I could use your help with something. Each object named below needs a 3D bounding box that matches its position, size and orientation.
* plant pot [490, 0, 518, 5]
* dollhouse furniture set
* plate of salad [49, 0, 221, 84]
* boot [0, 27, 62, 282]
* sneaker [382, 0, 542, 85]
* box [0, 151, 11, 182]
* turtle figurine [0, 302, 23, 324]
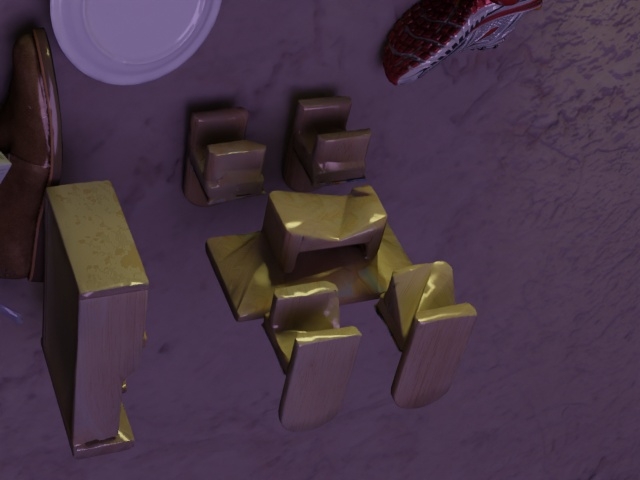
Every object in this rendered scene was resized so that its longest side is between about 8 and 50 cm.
[{"bbox_3d":[0.216,-0.363,1.330,0.174,0.191,0.191,-38,132,11],"label":"plant pot"},{"bbox_3d":[-0.094,0.064,1.353,0.394,0.362,0.256,-8,137,-22],"label":"dollhouse furniture set"},{"bbox_3d":[-0.192,-0.258,1.277,0.200,0.048,0.200,-21,130,-27],"label":"plate of salad"},{"bbox_3d":[-0.334,-0.083,1.295,0.115,0.112,0.305,2,124,-17],"label":"boot"},{"bbox_3d":[0.176,-0.251,1.452,0.225,0.088,0.093,-35,135,0],"label":"sneaker"},{"bbox_3d":[-0.390,-0.065,1.228,0.102,0.087,0.101,-49,166,26],"label":"box"},{"bbox_3d":[-0.437,0.084,1.261,0.198,0.274,0.266,-59,164,-25],"label":"turtle figurine"}]
